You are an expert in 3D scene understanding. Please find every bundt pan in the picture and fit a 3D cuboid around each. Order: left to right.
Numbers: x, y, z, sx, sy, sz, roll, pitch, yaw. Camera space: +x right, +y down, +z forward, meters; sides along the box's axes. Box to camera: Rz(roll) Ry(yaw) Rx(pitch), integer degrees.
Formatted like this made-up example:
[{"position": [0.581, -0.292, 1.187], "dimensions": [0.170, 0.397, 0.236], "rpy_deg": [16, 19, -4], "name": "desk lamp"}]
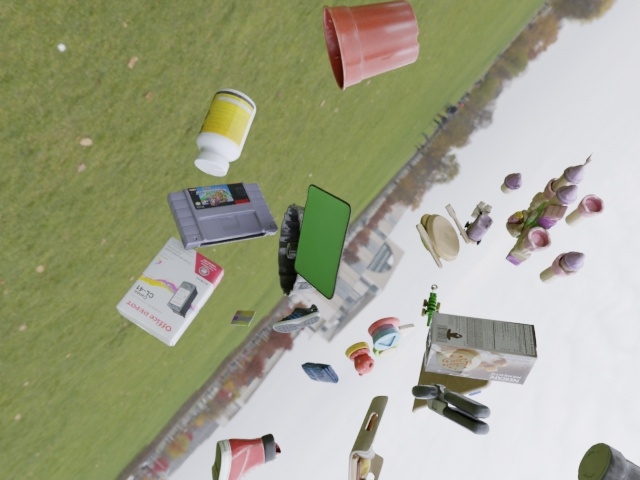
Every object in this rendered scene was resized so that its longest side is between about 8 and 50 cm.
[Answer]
[{"position": [-0.055, 0.037, 1.769], "dimensions": [0.331, 0.124, 0.330], "rpy_deg": [-176, -90, -73], "name": "bundt pan"}]

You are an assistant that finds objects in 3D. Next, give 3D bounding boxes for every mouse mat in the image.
[{"position": [0.000, 0.000, 0.953], "dimensions": [0.007, 0.153, 0.189], "rpy_deg": [0, 111, -33], "name": "mouse mat"}]

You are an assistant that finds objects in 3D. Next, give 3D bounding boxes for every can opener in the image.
[{"position": [0.318, 0.422, 1.278], "dimensions": [0.283, 0.095, 0.075], "rpy_deg": [160, -63, -76], "name": "can opener"}]

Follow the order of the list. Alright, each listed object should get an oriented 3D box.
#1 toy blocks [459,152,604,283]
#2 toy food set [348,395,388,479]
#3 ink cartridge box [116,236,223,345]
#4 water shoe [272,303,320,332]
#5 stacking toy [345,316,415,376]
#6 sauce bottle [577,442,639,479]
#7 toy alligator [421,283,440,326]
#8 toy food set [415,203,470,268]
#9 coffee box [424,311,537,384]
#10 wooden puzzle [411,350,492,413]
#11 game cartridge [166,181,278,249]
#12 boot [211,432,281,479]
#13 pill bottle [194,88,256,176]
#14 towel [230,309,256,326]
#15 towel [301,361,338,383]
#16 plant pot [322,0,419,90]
[{"position": [0.615, -0.083, 1.387], "dimensions": [0.288, 0.309, 0.260], "rpy_deg": [-57, 172, -21], "name": "toy blocks"}, {"position": [0.162, 0.656, 1.537], "dimensions": [0.219, 0.093, 0.305], "rpy_deg": [-51, 148, -54], "name": "toy food set"}, {"position": [-0.513, 0.175, 1.738], "dimensions": [0.306, 0.226, 0.131], "rpy_deg": [-58, -179, -26], "name": "ink cartridge box"}, {"position": [-0.101, 0.324, 2.090], "dimensions": [0.203, 0.080, 0.072], "rpy_deg": [-13, 138, -1], "name": "water shoe"}, {"position": [0.302, 0.501, 2.323], "dimensions": [0.280, 0.130, 0.308], "rpy_deg": [10, 129, -35], "name": "stacking toy"}, {"position": [0.520, 0.399, 0.671], "dimensions": [0.111, 0.345, 0.111], "rpy_deg": [-59, 172, -14], "name": "sauce bottle"}, {"position": [0.370, 0.200, 1.660], "dimensions": [0.051, 0.056, 0.189], "rpy_deg": [91, 15, -45], "name": "toy alligator"}, {"position": [0.289, -0.009, 1.219], "dimensions": [0.039, 0.132, 0.192], "rpy_deg": [-28, 179, 42], "name": "toy food set"}, {"position": [0.396, 0.272, 1.262], "dimensions": [0.141, 0.247, 0.098], "rpy_deg": [88, 11, -48], "name": "coffee box"}, {"position": [0.501, 0.473, 1.835], "dimensions": [0.348, 0.080, 0.322], "rpy_deg": [-37, -169, 34], "name": "wooden puzzle"}, {"position": [-0.353, -0.100, 1.824], "dimensions": [0.355, 0.230, 0.068], "rpy_deg": [-12, 158, -33], "name": "game cartridge"}, {"position": [-0.199, 0.615, 1.355], "dimensions": [0.177, 0.088, 0.244], "rpy_deg": [0, 127, -25], "name": "boot"}, {"position": [-0.221, -0.245, 1.147], "dimensions": [0.103, 0.103, 0.184], "rpy_deg": [125, -18, -71], "name": "pill bottle"}, {"position": [-0.231, 0.233, 1.507], "dimensions": [0.083, 0.060, 0.009], "rpy_deg": [-73, 164, -65], "name": "towel"}, {"position": [-0.003, 0.382, 1.441], "dimensions": [0.120, 0.067, 0.029], "rpy_deg": [-13, -153, 51], "name": "towel"}, {"position": [0.168, -0.663, 1.661], "dimensions": [0.265, 0.272, 0.272], "rpy_deg": [-15, 175, -3], "name": "plant pot"}]
